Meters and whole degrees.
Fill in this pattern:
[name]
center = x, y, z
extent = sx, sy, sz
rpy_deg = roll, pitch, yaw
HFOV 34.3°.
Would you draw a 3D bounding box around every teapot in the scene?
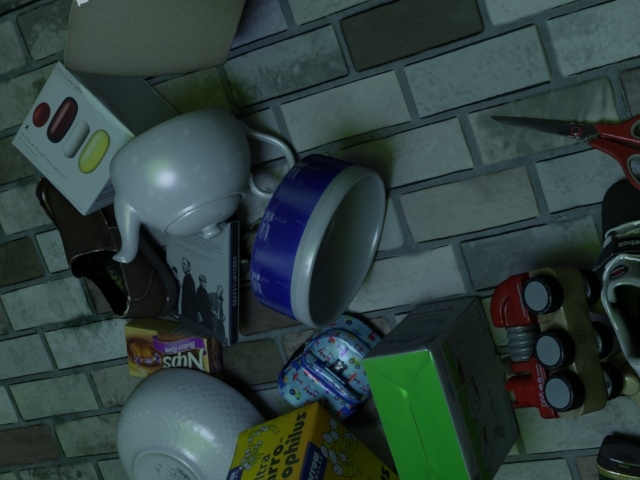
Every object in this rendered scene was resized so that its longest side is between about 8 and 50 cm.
[teapot]
center = -0.209, -0.092, 1.719
extent = 0.256, 0.252, 0.187
rpy_deg = -31, 83, 31

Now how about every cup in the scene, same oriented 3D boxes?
[cup]
center = -0.237, -0.389, 1.616
extent = 0.237, 0.331, 0.331
rpy_deg = 17, 118, -9

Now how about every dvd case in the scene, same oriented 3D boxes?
[dvd case]
center = -0.215, 0.053, 1.872
extent = 0.179, 0.030, 0.238
rpy_deg = 21, 118, 39

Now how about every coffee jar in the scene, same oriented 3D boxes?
[coffee jar]
center = 0.486, 0.405, 1.659
extent = 0.096, 0.079, 0.184
rpy_deg = 8, 111, 23

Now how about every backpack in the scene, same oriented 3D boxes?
[backpack]
center = 0.031, 0.224, 1.796
extent = 0.158, 0.117, 0.173
rpy_deg = 44, 118, 5

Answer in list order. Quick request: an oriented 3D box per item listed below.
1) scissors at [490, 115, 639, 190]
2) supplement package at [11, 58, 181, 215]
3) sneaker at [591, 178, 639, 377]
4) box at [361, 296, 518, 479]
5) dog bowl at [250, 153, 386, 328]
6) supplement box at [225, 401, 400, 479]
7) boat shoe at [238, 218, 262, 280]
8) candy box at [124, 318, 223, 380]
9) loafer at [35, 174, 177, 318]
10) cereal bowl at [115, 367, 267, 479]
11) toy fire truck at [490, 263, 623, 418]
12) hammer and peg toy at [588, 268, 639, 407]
[scissors]
center = 0.400, -0.165, 1.526
extent = 0.297, 0.021, 0.109
rpy_deg = 30, 97, 28
[supplement package]
center = -0.396, -0.194, 1.831
extent = 0.194, 0.149, 0.203
rpy_deg = 44, 122, 6
[sneaker]
center = 0.445, 0.042, 1.429
extent = 0.122, 0.146, 0.330
rpy_deg = -26, 55, 31
[box]
center = 0.202, 0.253, 1.654
extent = 0.127, 0.231, 0.261
rpy_deg = -12, 103, 30
[dog bowl]
center = 0.000, 0.000, 1.641
extent = 0.104, 0.265, 0.264
rpy_deg = 21, 116, 22
[supplement box]
center = 0.019, 0.477, 1.774
extent = 0.195, 0.194, 0.356
rpy_deg = -28, 120, 32
[boat shoe]
center = -0.140, 0.024, 1.843
extent = 0.056, 0.049, 0.152
rpy_deg = 39, 121, 8
[candy box]
center = -0.280, 0.215, 1.981
extent = 0.187, 0.053, 0.109
rpy_deg = 7, 112, 25
[loafer]
center = -0.412, -0.001, 1.907
extent = 0.366, 0.130, 0.134
rpy_deg = 47, 122, 13
[cereal bowl]
center = -0.250, 0.417, 1.959
extent = 0.339, 0.141, 0.338
rpy_deg = 14, 124, 21
[toy fire truck]
center = 0.324, 0.161, 1.583
extent = 0.246, 0.159, 0.217
rpy_deg = -20, 80, 51
[hammer and peg toy]
center = 0.557, 0.162, 1.506
extent = 0.361, 0.127, 0.266
rpy_deg = 48, 121, 3
